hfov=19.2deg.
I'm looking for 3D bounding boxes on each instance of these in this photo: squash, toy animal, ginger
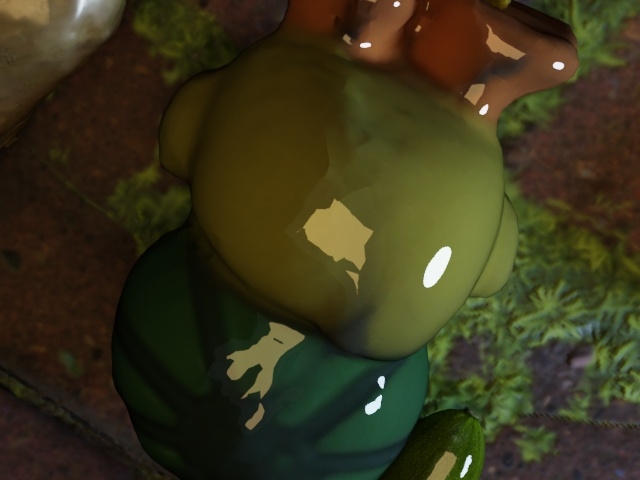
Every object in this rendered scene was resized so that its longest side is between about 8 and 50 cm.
[{"bbox_3d":[0.040,0.218,1.180,0.069,0.069,0.258,17,105,-4],"label":"squash"},{"bbox_3d":[-0.001,0.002,1.054,0.216,0.191,0.338,23,105,-6],"label":"toy animal"},{"bbox_3d":[-0.197,-0.122,1.028,0.138,0.152,0.267,51,140,2],"label":"ginger"}]

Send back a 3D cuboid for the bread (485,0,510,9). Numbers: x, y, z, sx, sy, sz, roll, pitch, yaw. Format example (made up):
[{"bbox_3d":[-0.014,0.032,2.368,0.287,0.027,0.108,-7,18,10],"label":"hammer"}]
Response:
[{"bbox_3d":[0.080,-0.200,0.990,0.156,0.064,0.117,44,137,18],"label":"bread"}]
